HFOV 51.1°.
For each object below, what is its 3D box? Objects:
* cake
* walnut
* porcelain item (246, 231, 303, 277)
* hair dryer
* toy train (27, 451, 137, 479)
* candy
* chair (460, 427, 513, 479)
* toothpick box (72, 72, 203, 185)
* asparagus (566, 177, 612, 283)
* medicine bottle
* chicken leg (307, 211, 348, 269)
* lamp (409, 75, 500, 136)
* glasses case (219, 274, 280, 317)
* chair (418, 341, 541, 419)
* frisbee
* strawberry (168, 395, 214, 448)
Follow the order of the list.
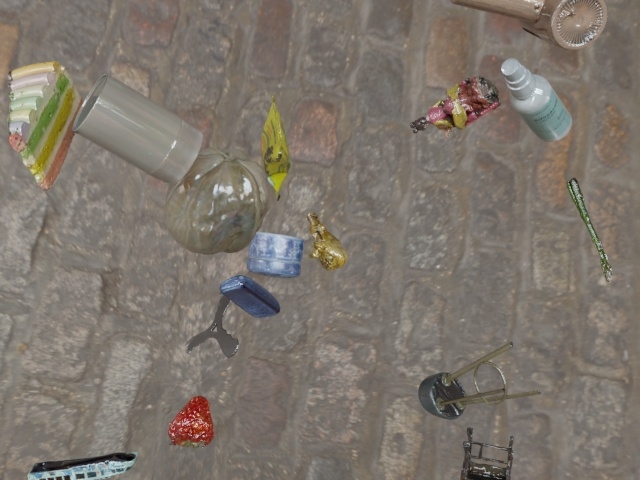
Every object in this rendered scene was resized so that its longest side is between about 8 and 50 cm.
[{"bbox_3d":[-0.442,-0.196,1.083,0.090,0.109,0.225,-18,49,-2],"label":"cake"},{"bbox_3d":[-0.202,-0.073,1.329,0.224,0.224,0.224,2,78,-10],"label":"walnut"},{"bbox_3d":[-0.121,0.041,1.782,0.147,0.147,0.114,7,88,-9],"label":"porcelain item"},{"bbox_3d":[0.210,-0.266,0.738,0.181,0.117,0.064,11,115,-13],"label":"hair dryer"},{"bbox_3d":[-0.466,0.451,1.326,0.207,0.043,0.047,-7,102,-4],"label":"toy train"},{"bbox_3d":[-0.124,-0.248,1.850,0.081,0.297,0.187,-5,72,-11],"label":"candy"},{"bbox_3d":[0.353,0.529,1.410,0.113,0.106,0.229,5,93,18],"label":"chair"},{"bbox_3d":[-0.293,-0.177,1.087,0.180,0.111,0.111,30,73,-31],"label":"toothpick box"},{"bbox_3d":[0.553,-0.021,1.368,0.023,0.022,0.233,-10,70,-11],"label":"asparagus"},{"bbox_3d":[0.567,-0.378,1.783,0.352,0.110,0.110,26,69,-50],"label":"medicine bottle"},{"bbox_3d":[0.002,0.001,1.891,0.101,0.085,0.207,-8,49,-28],"label":"chicken leg"},{"bbox_3d":[0.372,-0.356,1.855,0.118,0.253,0.118,22,53,-33],"label":"lamp"},{"bbox_3d":[-0.074,0.057,0.708,0.033,0.083,0.023,-13,57,22],"label":"glasses case"},{"bbox_3d":[0.290,0.278,1.246,0.095,0.221,0.104,42,50,-16],"label":"chair"},{"bbox_3d":[-0.275,0.228,1.695,0.012,0.187,0.211,35,34,-40],"label":"frisbee"},{"bbox_3d":[-0.200,0.282,1.042,0.073,0.073,0.083,5,60,-9],"label":"strawberry"}]
